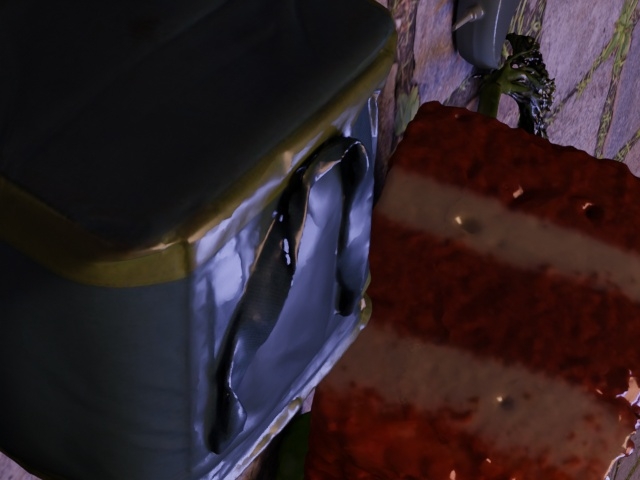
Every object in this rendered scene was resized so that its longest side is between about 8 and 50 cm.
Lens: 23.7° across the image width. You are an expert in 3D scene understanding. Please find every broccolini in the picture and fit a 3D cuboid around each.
[{"bbox_3d":[0.183,-0.108,1.480,0.123,0.062,0.271,60,28,-14],"label":"broccolini"}]

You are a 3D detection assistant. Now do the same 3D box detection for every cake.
[{"bbox_3d":[0.143,0.099,1.311,0.269,0.270,0.319,93,19,-64],"label":"cake"}]

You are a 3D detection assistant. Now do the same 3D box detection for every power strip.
[{"bbox_3d":[0.179,-0.256,1.443,0.216,0.044,0.137,-56,156,-27],"label":"power strip"}]

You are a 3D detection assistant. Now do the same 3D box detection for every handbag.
[{"bbox_3d":[-0.089,-0.016,0.825,0.263,0.222,0.241,-48,157,-37],"label":"handbag"}]

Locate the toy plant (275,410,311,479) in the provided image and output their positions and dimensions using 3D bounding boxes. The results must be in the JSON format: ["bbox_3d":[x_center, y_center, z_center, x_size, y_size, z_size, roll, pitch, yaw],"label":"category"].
[{"bbox_3d":[-0.013,0.301,1.437,0.316,0.184,0.224,-63,145,-52],"label":"toy plant"}]
